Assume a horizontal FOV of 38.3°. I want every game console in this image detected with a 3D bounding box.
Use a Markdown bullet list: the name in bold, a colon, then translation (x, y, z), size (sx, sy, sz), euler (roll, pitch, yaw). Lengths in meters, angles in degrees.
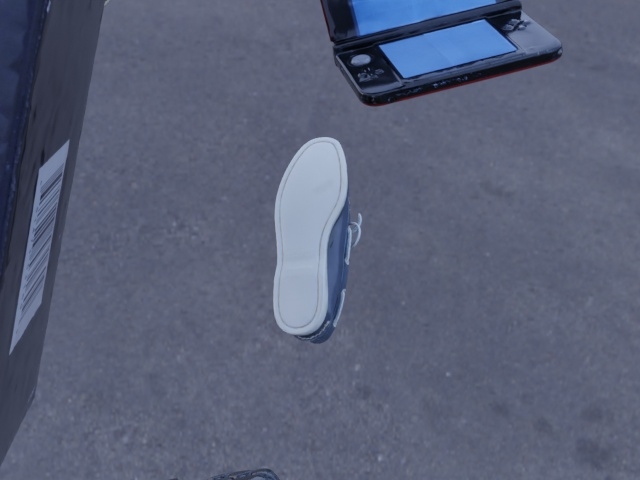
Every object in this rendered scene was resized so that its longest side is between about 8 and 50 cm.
- **game console**: translation (0.077, -0.166, 0.635), size (0.143, 0.085, 0.124), euler (-15, 34, -6)

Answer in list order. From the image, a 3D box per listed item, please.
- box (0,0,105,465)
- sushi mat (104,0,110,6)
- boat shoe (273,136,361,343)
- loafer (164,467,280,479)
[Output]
- **box**: translation (-0.284, -0.039, 0.461), size (0.293, 0.297, 0.183), euler (13, 16, -8)
- **sushi mat**: translation (-0.264, -0.137, 0.620), size (0.151, 0.019, 0.316), euler (40, 80, 12)
- **boat shoe**: translation (0.000, 0.000, 1.138), size (0.095, 0.079, 0.255), euler (-7, 70, 23)
- **loafer**: translation (-0.103, 0.216, 0.671), size (0.076, 0.078, 0.223), euler (-10, -7, -45)
